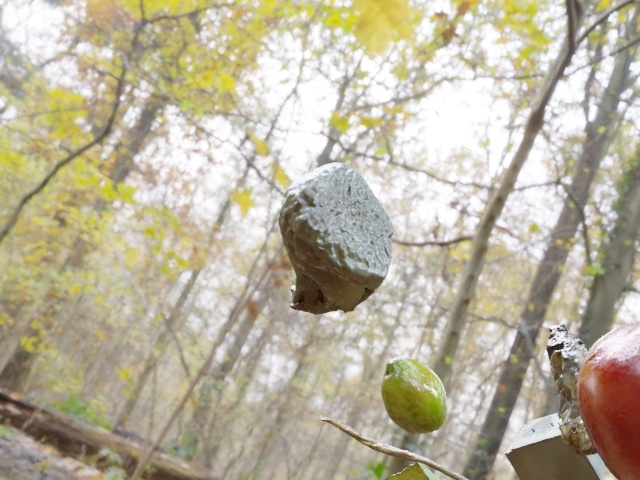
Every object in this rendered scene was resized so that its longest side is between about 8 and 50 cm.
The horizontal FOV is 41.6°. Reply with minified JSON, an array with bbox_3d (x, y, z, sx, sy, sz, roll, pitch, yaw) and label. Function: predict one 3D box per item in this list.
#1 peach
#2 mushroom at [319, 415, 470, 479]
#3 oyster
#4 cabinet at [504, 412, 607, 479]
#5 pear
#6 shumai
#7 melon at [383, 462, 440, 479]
[{"bbox_3d":[0.586,0.299,1.435,0.281,0.281,0.338,35,19,-26],"label":"peach"},{"bbox_3d":[0.117,0.295,1.149,0.286,0.028,0.026,23,-4,29],"label":"mushroom"},{"bbox_3d":[0.530,0.300,1.780,0.078,0.345,0.128,28,-55,-26],"label":"oyster"},{"bbox_3d":[0.611,0.537,2.163,0.206,0.145,0.150,-30,-88,38],"label":"cabinet"},{"bbox_3d":[0.255,0.434,2.379,0.220,0.187,0.187,55,-25,-7],"label":"pear"},{"bbox_3d":[0.000,0.000,1.538,0.225,0.261,0.222,3,-26,-41],"label":"shumai"},{"bbox_3d":[0.169,0.573,1.906,0.261,0.114,0.053,-25,-9,30],"label":"melon"}]
